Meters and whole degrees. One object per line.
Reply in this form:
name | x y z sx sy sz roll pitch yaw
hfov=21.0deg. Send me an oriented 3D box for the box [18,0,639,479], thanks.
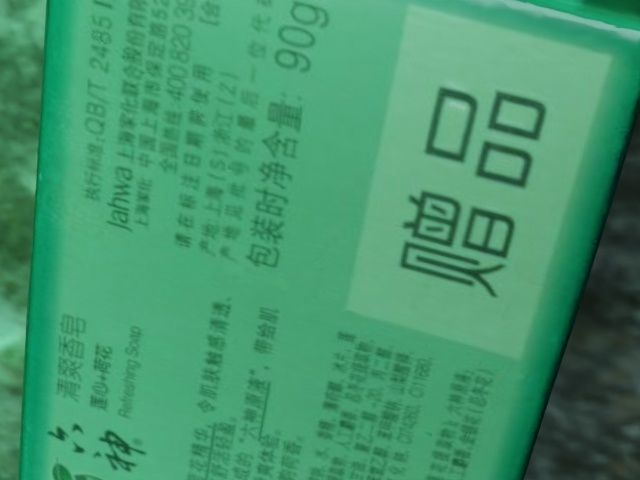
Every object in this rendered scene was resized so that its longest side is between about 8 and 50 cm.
box | 0.000 0.000 0.503 0.153 0.092 0.245 16 129 5
